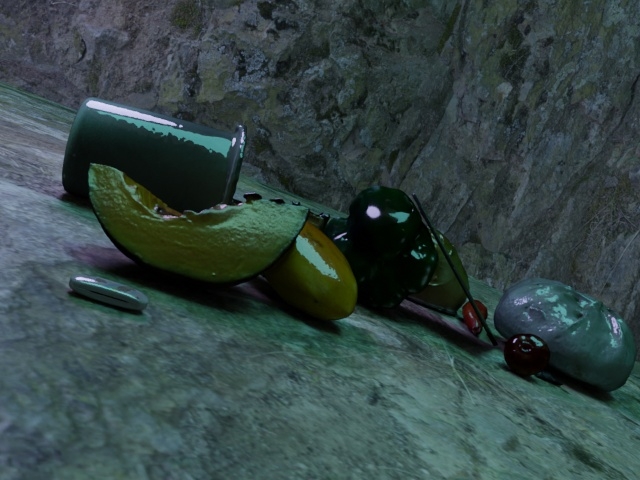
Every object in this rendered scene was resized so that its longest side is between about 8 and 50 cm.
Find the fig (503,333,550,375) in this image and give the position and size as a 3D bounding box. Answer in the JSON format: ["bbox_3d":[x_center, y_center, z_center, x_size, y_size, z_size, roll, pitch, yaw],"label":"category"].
[{"bbox_3d":[0.421,0.242,1.226,0.089,0.089,0.125,28,-18,33],"label":"fig"}]

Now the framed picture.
[{"bbox_3d":[0.305,0.072,1.349,0.339,0.014,0.255,66,11,23],"label":"framed picture"}]

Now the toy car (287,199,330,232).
[{"bbox_3d":[-0.037,-0.015,1.460,0.101,0.124,0.256,25,-3,9],"label":"toy car"}]

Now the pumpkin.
[{"bbox_3d":[-0.181,0.009,0.851,0.312,0.148,0.169,13,-26,-20],"label":"pumpkin"}]

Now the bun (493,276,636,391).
[{"bbox_3d":[0.591,0.212,1.435,0.354,0.194,0.354,27,5,-3],"label":"bun"}]

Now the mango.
[{"bbox_3d":[-0.029,0.043,0.982,0.252,0.126,0.154,41,6,41],"label":"mango"}]

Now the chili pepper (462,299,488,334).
[{"bbox_3d":[0.399,0.192,1.551,0.071,0.063,0.272,42,12,9],"label":"chili pepper"}]

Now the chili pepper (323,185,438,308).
[{"bbox_3d":[0.130,0.021,1.276,0.233,0.249,0.257,34,14,-13],"label":"chili pepper"}]

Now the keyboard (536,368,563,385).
[{"bbox_3d":[0.476,0.279,1.350,0.063,0.010,0.198,21,6,-5],"label":"keyboard"}]

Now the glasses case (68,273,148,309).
[{"bbox_3d":[-0.225,0.055,0.641,0.083,0.021,0.032,21,9,-20],"label":"glasses case"}]

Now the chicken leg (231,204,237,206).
[{"bbox_3d":[-0.112,-0.001,1.241,0.207,0.085,0.101,32,18,-8],"label":"chicken leg"}]

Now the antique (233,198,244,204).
[{"bbox_3d":[-0.331,-0.145,1.931,0.192,0.015,0.031,19,9,-31],"label":"antique"}]

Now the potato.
[{"bbox_3d":[0.298,0.069,1.643,0.299,0.196,0.246,20,9,-44],"label":"potato"}]

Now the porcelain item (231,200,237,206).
[{"bbox_3d":[-0.272,-0.103,1.619,0.084,0.054,0.213,23,7,-25],"label":"porcelain item"}]

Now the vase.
[{"bbox_3d":[-0.302,-0.130,1.095,0.291,0.245,0.245,13,9,-16],"label":"vase"}]
